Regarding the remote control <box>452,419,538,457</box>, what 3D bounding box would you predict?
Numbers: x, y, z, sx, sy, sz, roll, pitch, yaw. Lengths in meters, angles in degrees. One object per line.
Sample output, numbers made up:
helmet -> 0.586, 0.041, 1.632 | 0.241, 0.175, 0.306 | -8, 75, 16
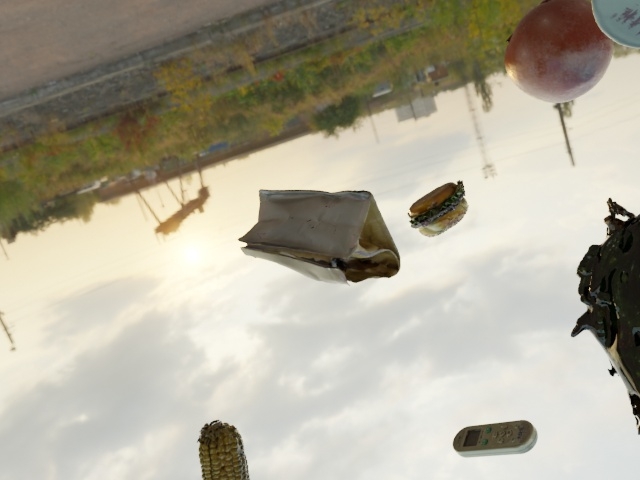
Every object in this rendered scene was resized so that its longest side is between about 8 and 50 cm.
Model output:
remote control -> 0.402, 0.462, 1.364 | 0.221, 0.042, 0.078 | -28, -160, 45

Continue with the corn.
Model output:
corn -> -0.204, 0.559, 1.311 | 0.115, 0.318, 0.115 | -10, 169, -2

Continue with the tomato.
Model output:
tomato -> 0.620, -0.483, 1.523 | 0.264, 0.265, 0.265 | -18, -168, 4

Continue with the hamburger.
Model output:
hamburger -> 0.289, -0.073, 1.436 | 0.164, 0.093, 0.189 | -32, -173, 19

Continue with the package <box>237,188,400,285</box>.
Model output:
package -> -0.018, 0.020, 1.267 | 0.311, 0.221, 0.165 | 7, -131, 37

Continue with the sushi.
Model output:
sushi -> 0.382, 0.095, 0.703 | 0.140, 0.287, 0.149 | 14, 164, -7

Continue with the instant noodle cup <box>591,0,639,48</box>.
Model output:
instant noodle cup -> 0.474, -0.418, 0.828 | 0.234, 0.235, 0.179 | -16, -134, 14
